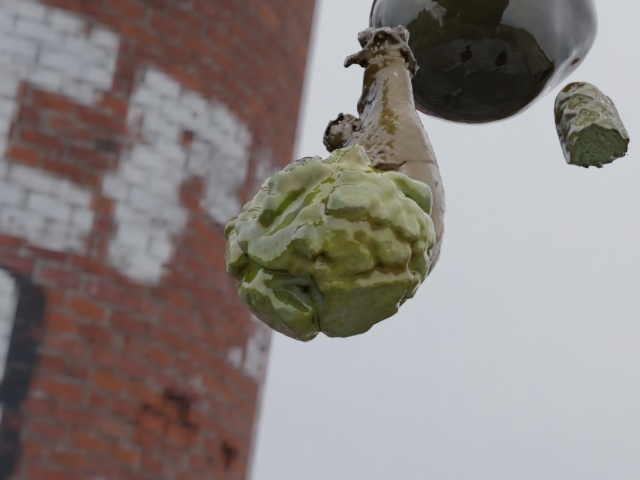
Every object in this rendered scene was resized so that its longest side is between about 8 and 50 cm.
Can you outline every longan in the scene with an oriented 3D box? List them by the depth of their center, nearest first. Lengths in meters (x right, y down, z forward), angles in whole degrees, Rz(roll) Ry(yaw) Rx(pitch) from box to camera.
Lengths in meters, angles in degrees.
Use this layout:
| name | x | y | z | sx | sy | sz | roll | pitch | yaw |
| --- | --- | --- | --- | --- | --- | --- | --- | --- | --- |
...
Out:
| name | x | y | z | sx | sy | sz | roll | pitch | yaw |
| --- | --- | --- | --- | --- | --- | --- | --- | --- | --- |
| longan | 0.165 | -0.219 | 2.059 | 0.246 | 0.246 | 0.215 | -3 | -47 | 28 |

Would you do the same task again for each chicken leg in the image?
| name | x | y | z | sx | sy | sz | roll | pitch | yaw |
| --- | --- | --- | --- | --- | --- | --- | --- | --- | --- |
| chicken leg | 0.044 | -0.055 | 1.415 | 0.085 | 0.207 | 0.101 | 2 | -24 | -5 |

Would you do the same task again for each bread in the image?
| name | x | y | z | sx | sy | sz | roll | pitch | yaw |
| --- | --- | --- | --- | --- | --- | --- | --- | --- | --- |
| bread | 0.239 | -0.101 | 1.785 | 0.060 | 0.110 | 0.066 | -30 | -63 | 11 |

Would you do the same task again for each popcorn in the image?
| name | x | y | z | sx | sy | sz | roll | pitch | yaw |
| --- | --- | --- | --- | --- | --- | --- | --- | --- | --- |
| popcorn | 0.000 | 0.000 | 1.113 | 0.121 | 0.116 | 0.106 | 20 | 3 | 35 |
